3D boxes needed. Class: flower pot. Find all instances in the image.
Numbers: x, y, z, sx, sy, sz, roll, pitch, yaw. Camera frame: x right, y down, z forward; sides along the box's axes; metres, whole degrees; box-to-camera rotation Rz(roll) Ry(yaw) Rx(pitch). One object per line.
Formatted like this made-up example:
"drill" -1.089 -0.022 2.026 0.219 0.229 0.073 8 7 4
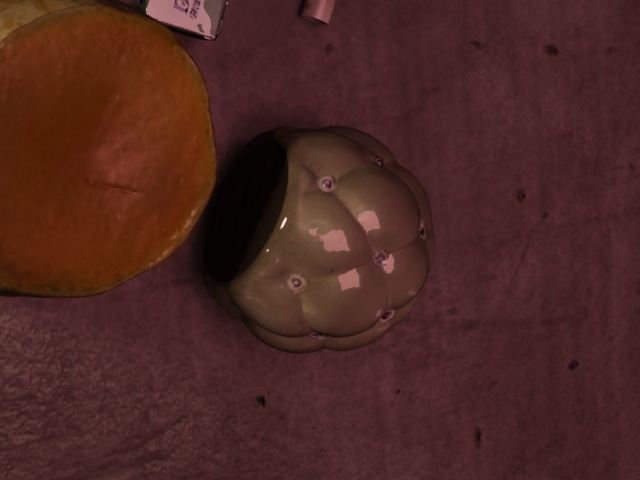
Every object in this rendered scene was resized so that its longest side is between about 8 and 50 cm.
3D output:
"flower pot" 0.000 0.000 1.347 0.195 0.246 0.246 22 88 -29

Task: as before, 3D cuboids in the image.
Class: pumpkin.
"pumpkin" -0.260 -0.086 1.213 0.332 0.199 0.333 -6 104 -25

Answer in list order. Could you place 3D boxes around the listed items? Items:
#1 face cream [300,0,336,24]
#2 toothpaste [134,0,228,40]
"face cream" 0.013 -0.304 1.413 0.034 0.034 0.130 17 90 -30
"toothpaste" -0.113 -0.365 1.315 0.089 0.071 0.313 14 93 -26
